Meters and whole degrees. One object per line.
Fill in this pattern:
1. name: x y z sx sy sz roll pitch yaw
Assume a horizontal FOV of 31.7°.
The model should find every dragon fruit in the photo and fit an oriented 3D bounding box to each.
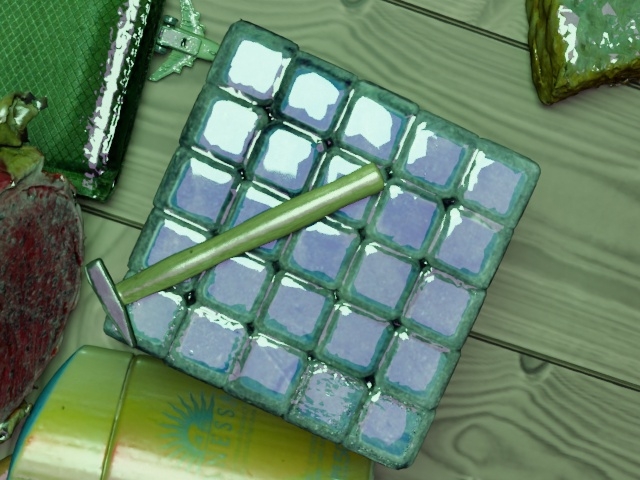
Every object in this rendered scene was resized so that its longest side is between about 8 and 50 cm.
1. dragon fruit: -0.277 0.014 0.836 0.147 0.211 0.282 15 112 16

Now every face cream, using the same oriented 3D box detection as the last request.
1. face cream: -0.099 0.168 0.920 0.285 0.067 0.139 11 55 -4

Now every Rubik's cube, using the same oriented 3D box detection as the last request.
1. Rubik's cube: 0.000 0.000 0.846 0.237 0.238 0.237 25 94 -2

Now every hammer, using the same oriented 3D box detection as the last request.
1. hammer: -0.050 0.003 0.721 0.199 0.013 0.062 -24 93 1

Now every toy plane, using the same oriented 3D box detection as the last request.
1. toy plane: -0.116 -0.166 0.933 0.083 0.033 0.080 20 98 -5

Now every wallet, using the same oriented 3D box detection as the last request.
1. wallet: -0.213 -0.161 0.913 0.160 0.055 0.236 15 89 9

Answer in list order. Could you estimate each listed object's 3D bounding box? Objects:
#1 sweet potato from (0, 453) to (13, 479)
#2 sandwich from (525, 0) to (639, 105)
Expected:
1. sweet potato: -0.239 0.195 0.944 0.179 0.044 0.044 -12 94 -4
2. sandwich: 0.312 -0.268 0.923 0.301 0.099 0.271 -9 93 -2
